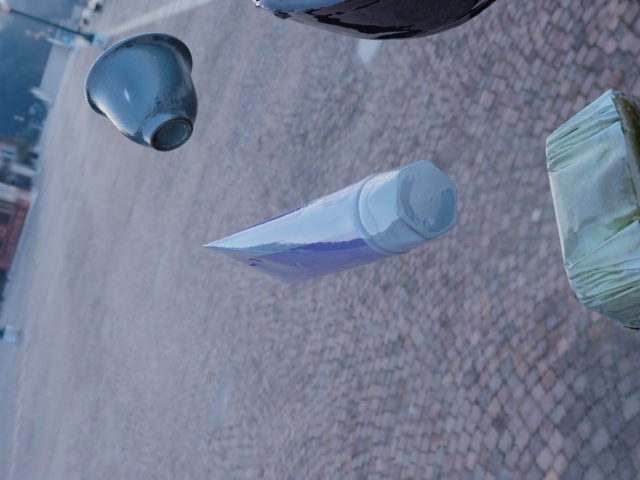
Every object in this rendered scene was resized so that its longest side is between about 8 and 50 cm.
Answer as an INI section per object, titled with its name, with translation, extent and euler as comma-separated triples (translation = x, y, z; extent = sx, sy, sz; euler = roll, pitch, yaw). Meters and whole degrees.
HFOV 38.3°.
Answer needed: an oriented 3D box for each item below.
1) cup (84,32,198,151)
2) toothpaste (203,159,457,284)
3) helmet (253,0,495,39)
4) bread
[cup]
translation = -0.283, -0.231, 1.578
extent = 0.150, 0.199, 0.199
euler = 58, 136, 27
[toothpaste]
translation = 0.000, 0.000, 0.970
extent = 0.371, 0.125, 0.080
euler = -23, 48, 57
[helmet]
translation = 0.038, -0.262, 0.637
extent = 0.225, 0.177, 0.305
euler = -49, 49, 30
[bread]
translation = 0.329, -0.027, 0.925
extent = 0.110, 0.192, 0.209
euler = -26, 54, 42
